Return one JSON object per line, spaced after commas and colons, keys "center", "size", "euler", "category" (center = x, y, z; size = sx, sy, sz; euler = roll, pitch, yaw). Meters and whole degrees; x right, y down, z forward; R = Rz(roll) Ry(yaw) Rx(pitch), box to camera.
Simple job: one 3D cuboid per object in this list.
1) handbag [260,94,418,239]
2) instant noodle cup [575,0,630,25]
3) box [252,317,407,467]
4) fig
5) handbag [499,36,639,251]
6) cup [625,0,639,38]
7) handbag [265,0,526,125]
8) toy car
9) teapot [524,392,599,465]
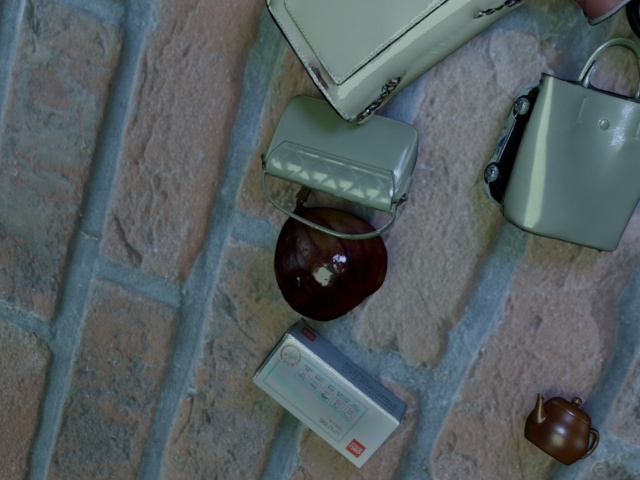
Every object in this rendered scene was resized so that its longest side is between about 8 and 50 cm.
{"center": [0.026, -0.113, 1.427], "size": [0.256, 0.079, 0.219], "euler": [18, 72, 12], "category": "handbag"}
{"center": [0.362, -0.462, 1.173], "size": [0.255, 0.244, 0.244], "euler": [39, 114, -6], "category": "instant noodle cup"}
{"center": [0.017, 0.280, 1.603], "size": [0.269, 0.079, 0.135], "euler": [38, 112, 3], "category": "box"}
{"center": [-0.009, 0.010, 1.483], "size": [0.250, 0.186, 0.204], "euler": [56, 141, 11], "category": "fig"}
{"center": [0.415, -0.146, 1.314], "size": [0.241, 0.109, 0.316], "euler": [13, 112, -15], "category": "handbag"}
{"center": [0.516, -0.317, 1.227], "size": [0.176, 0.155, 0.131], "euler": [48, 114, 1], "category": "cup"}
{"center": [0.130, -0.373, 1.321], "size": [0.358, 0.160, 0.237], "euler": [-34, 79, 23], "category": "handbag"}
{"center": [0.322, -0.150, 1.382], "size": [0.095, 0.056, 0.205], "euler": [10, 116, -23], "category": "toy car"}
{"center": [0.417, 0.318, 1.486], "size": [0.173, 0.116, 0.116], "euler": [33, 116, -24], "category": "teapot"}
